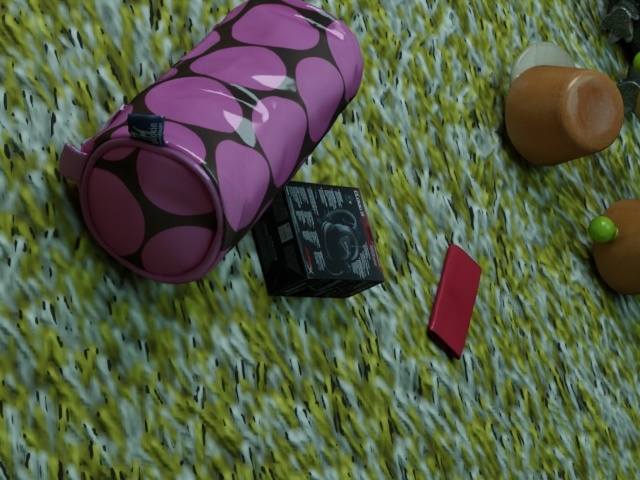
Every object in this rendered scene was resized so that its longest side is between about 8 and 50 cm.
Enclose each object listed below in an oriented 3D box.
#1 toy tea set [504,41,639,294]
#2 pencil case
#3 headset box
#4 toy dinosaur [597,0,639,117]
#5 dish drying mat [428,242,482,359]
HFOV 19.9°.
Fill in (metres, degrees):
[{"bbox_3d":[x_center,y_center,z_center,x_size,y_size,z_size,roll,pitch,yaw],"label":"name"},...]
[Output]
[{"bbox_3d":[0.258,-0.028,1.400,0.200,0.124,0.336,-44,111,-24],"label":"toy tea set"},{"bbox_3d":[-0.054,-0.066,1.003,0.098,0.095,0.209,22,33,12],"label":"pencil case"},{"bbox_3d":[0.000,0.000,1.076,0.083,0.032,0.062,4,67,-53],"label":"headset box"},{"bbox_3d":[0.289,-0.191,1.535,0.313,0.121,0.160,57,23,-2],"label":"toy dinosaur"},{"bbox_3d":[0.087,0.039,1.188,0.032,0.008,0.083,45,40,-24],"label":"dish drying mat"}]
